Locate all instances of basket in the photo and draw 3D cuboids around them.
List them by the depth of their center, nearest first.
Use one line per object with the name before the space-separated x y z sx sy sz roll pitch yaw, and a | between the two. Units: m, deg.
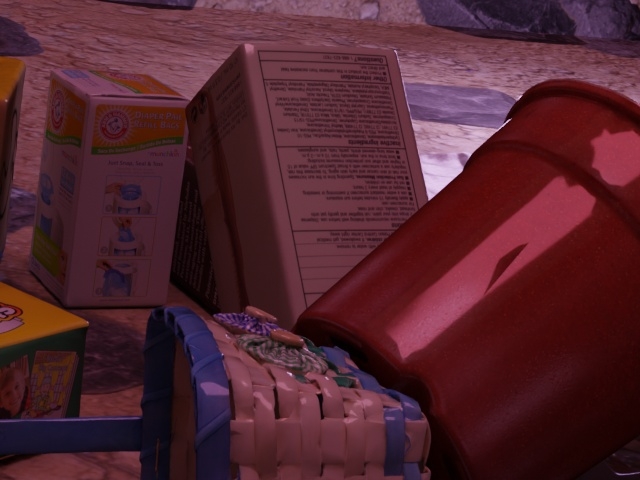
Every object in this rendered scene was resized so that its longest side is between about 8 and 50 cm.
basket | -0.095 0.144 1.174 0.289 0.201 0.255 -5 10 -16

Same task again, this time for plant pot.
plant pot | 0.136 0.067 1.366 0.265 0.272 0.272 -35 37 -24

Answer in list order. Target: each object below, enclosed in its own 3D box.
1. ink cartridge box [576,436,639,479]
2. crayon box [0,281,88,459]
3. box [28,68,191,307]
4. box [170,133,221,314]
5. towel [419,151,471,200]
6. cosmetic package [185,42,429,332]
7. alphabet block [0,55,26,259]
ink cartridge box | 0.296 0.105 1.516 0.060 0.239 0.275 36 -13 -38
crayon box | -0.406 0.087 1.388 0.313 0.106 0.363 21 20 33
box | -0.199 -0.051 1.792 0.103 0.203 0.114 0 18 -28
box | -0.025 0.001 1.837 0.191 0.143 0.381 -1 20 -28
towel | 0.059 -0.067 2.267 0.317 0.053 0.332 7 15 -8
cosmetic package | 0.000 0.000 1.547 0.153 0.296 0.129 1 -23 -28
alphabet block | -0.385 -0.069 1.767 0.193 0.197 0.192 7 17 -7
